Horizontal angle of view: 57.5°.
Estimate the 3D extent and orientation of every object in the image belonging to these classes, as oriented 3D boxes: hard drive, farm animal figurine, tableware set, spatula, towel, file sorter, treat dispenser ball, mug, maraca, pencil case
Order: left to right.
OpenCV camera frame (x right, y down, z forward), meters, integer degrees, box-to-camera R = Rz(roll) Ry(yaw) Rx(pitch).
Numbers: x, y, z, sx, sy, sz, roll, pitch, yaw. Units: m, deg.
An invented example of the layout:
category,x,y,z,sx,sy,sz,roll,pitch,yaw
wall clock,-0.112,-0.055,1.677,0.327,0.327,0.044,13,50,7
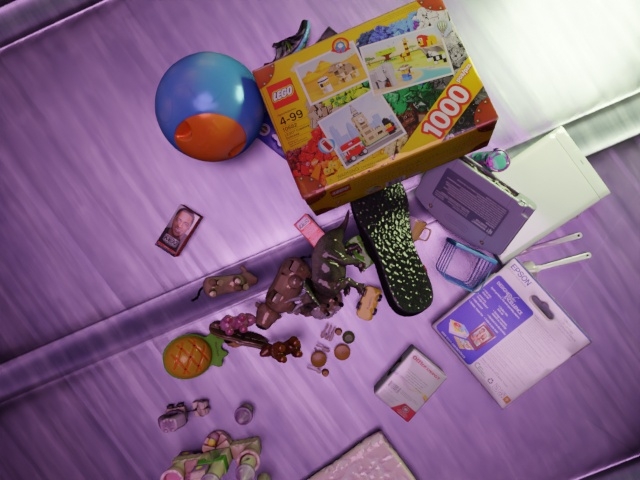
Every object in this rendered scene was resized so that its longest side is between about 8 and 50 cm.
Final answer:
category,x,y,z,sx,sy,sz,roll,pitch,yaw
maraca,-0.363,0.331,1.695,0.186,0.099,0.127,-12,88,-21
treat dispenser ball,-0.293,-0.355,1.562,0.288,0.288,0.288,0,92,3
farm animal figurine,-0.143,0.162,1.639,0.327,0.172,0.330,-44,104,-14
tableware set,0.033,0.326,1.711,0.104,0.024,0.154,24,92,-2
towel,0.133,0.771,1.709,0.332,0.053,0.317,-37,91,4
mug,0.267,-0.028,1.660,0.062,0.078,0.064,13,103,-31
file sorter,0.393,0.067,1.609,0.118,0.170,0.104,25,97,1
pencil case,0.456,-0.216,1.600,0.070,0.152,0.064,-6,95,-8
hard drive,0.591,-0.126,1.643,0.353,0.047,0.233,-34,86,4
spatula,0.640,0.018,1.671,0.242,0.019,0.168,-15,86,2

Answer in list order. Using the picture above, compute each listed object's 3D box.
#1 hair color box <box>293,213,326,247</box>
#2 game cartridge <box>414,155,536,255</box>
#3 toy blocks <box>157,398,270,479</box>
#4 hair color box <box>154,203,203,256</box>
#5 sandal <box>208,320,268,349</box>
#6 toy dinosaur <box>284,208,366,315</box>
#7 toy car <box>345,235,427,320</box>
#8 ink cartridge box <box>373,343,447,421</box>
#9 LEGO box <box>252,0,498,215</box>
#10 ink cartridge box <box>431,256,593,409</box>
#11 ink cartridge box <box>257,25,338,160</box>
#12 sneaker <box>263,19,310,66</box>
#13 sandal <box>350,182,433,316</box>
category,x,y,z,sx,sy,sz,roll,pitch,yaw
hair color box,0.000,0.000,1.661,0.053,0.093,0.167,-42,89,3
game cartridge,0.407,-0.103,1.585,0.297,0.062,0.198,39,136,17
toy blocks,-0.309,0.623,1.620,0.288,0.260,0.309,-11,92,4
hair color box,-0.413,-0.029,1.704,0.072,0.043,0.141,32,93,2
sandal,-0.243,0.288,1.705,0.180,0.072,0.049,19,115,-2
toy dinosaur,0.033,0.064,1.545,0.160,0.121,0.313,16,89,-26
toy car,0.156,0.082,1.677,0.239,0.053,0.225,-37,90,3
ink cartridge box,0.257,0.407,1.676,0.127,0.072,0.175,41,94,1
LEGO box,0.135,-0.338,1.492,0.500,0.193,0.372,-23,78,4
ink cartridge box,0.524,0.256,1.628,0.307,0.072,0.303,-41,81,10
ink cartridge box,-0.022,-0.403,1.663,0.176,0.069,0.371,38,96,1
sneaker,-0.093,-0.549,1.654,0.078,0.067,0.188,37,97,-5
sandal,0.176,-0.001,1.614,0.167,0.107,0.445,-7,72,-20
